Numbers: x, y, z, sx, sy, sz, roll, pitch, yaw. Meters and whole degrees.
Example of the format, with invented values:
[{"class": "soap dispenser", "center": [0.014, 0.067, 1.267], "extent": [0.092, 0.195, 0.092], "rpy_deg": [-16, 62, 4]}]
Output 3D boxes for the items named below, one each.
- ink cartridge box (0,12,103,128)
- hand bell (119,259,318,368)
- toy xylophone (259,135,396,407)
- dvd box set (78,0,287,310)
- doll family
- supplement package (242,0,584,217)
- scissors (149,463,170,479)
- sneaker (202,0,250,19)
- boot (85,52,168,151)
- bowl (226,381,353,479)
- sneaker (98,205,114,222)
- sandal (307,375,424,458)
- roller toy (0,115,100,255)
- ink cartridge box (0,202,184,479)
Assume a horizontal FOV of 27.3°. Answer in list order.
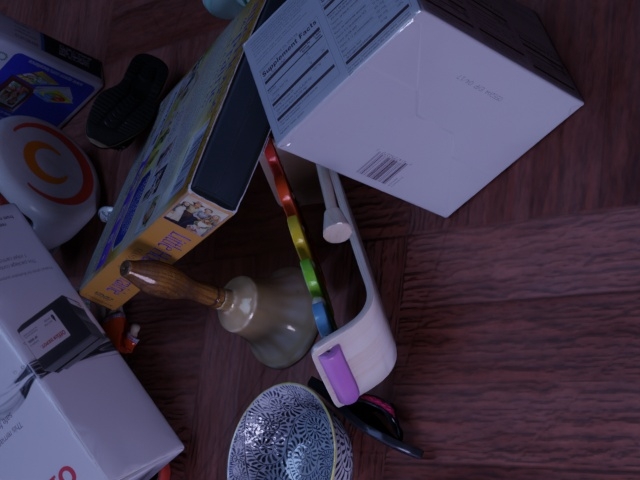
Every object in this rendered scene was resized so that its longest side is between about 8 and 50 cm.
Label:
[{"class": "ink cartridge box", "center": [-0.541, -0.222, 1.991], "extent": [0.307, 0.303, 0.072], "rpy_deg": [-36, 49, 31]}, {"class": "hand bell", "center": [-0.125, 0.063, 1.491], "extent": [0.126, 0.242, 0.126], "rpy_deg": [-18, 63, 41]}, {"class": "toy xylophone", "center": [0.000, 0.000, 1.400], "extent": [0.081, 0.236, 0.323], "rpy_deg": [-19, 42, 3]}, {"class": "dvd box set", "center": [-0.152, -0.107, 1.559], "extent": [0.420, 0.062, 0.308], "rpy_deg": [-34, 33, 59]}, {"class": "doll family", "center": [-0.359, 0.169, 1.791], "extent": [0.263, 0.118, 0.163], "rpy_deg": [-33, 54, 34]}, {"class": "supplement package", "center": [0.093, -0.167, 1.328], "extent": [0.204, 0.261, 0.145], "rpy_deg": [-40, 50, 28]}, {"class": "scissors", "center": [-0.279, 0.393, 1.695], "extent": [0.109, 0.021, 0.297], "rpy_deg": [35, 100, 46]}, {"class": "sneaker", "center": [-0.070, -0.282, 1.666], "extent": [0.255, 0.094, 0.151], "rpy_deg": [-5, 66, 43]}, {"class": "boot", "center": [-0.275, -0.151, 1.803], "extent": [0.137, 0.076, 0.198], "rpy_deg": [-59, 0, 40]}, {"class": "bowl", "center": [-0.018, 0.244, 1.430], "extent": [0.170, 0.080, 0.170], "rpy_deg": [-18, 63, 41]}, {"class": "sneaker", "center": [-0.288, -0.028, 1.854], "extent": [0.083, 0.032, 0.037], "rpy_deg": [-4, 72, 46]}, {"class": "sandal", "center": [0.049, 0.178, 1.400], "extent": [0.040, 0.067, 0.179], "rpy_deg": [-56, 40, -1]}, {"class": "roller toy", "center": [-0.432, -0.069, 1.898], "extent": [0.146, 0.209, 0.191], "rpy_deg": [-40, 56, 31]}, {"class": "ink cartridge box", "center": [-0.402, 0.198, 1.646], "extent": [0.285, 0.166, 0.395], "rpy_deg": [-43, 78, 28]}]
